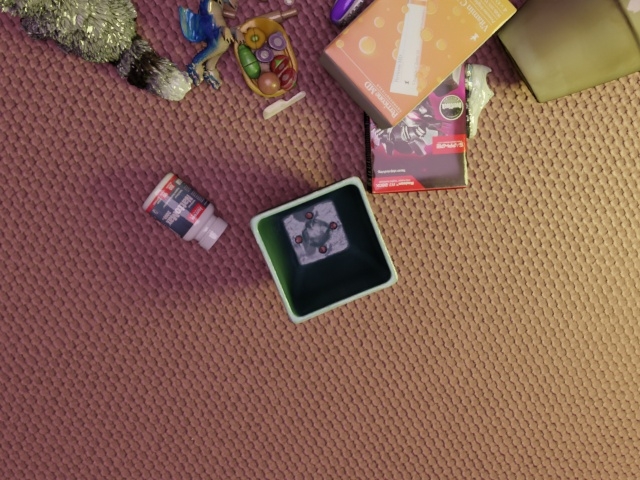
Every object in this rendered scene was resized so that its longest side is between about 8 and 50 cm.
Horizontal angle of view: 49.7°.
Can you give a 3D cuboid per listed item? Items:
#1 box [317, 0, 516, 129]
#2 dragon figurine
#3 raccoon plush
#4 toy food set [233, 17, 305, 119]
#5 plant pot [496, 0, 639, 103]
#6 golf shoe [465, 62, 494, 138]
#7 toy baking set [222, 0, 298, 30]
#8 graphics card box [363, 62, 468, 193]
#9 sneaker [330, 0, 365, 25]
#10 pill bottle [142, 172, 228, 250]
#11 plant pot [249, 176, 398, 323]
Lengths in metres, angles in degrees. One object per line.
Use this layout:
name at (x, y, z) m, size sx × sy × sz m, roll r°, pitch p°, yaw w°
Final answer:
box at (0.193, -0.428, 1.451) m, size 0.345 × 0.168 × 0.215 m, roll -44°, pitch 98°, yaw 2°
dragon figurine at (-0.254, -0.482, 1.519) m, size 0.144 × 0.085 × 0.289 m, roll -8°, pitch 100°, yaw 31°
raccoon plush at (-0.460, -0.466, 1.413) m, size 0.446 × 0.299 × 0.216 m, roll 24°, pitch 97°, yaw -9°
toy food set at (-0.112, -0.391, 1.557) m, size 0.128 × 0.071 × 0.218 m, roll -24°, pitch 110°, yaw -2°
plant pot at (0.560, -0.456, 1.525) m, size 0.280 × 0.323 × 0.323 m, roll -32°, pitch 101°, yaw 18°
golf shoe at (0.372, -0.328, 1.629) m, size 0.086 × 0.069 × 0.176 m, roll -4°, pitch 101°, yaw -10°
toy baking set at (-0.133, -0.579, 1.557) m, size 0.256 × 0.030 × 0.197 m, roll -13°, pitch 101°, yaw -2°
graphics card box at (0.217, -0.298, 1.606) m, size 0.232 × 0.094 × 0.371 m, roll -3°, pitch 98°, yaw -3°
sneaker at (0.068, -0.628, 1.538) m, size 0.146 × 0.102 × 0.293 m, roll 27°, pitch 92°, yaw -5°
pill bottle at (-0.308, -0.063, 1.595) m, size 0.180 × 0.108 × 0.108 m, roll 38°, pitch 95°, yaw -10°
plant pot at (0.000, 0.000, 1.558) m, size 0.247 × 0.252 × 0.248 m, roll -22°, pitch 101°, yaw 0°
